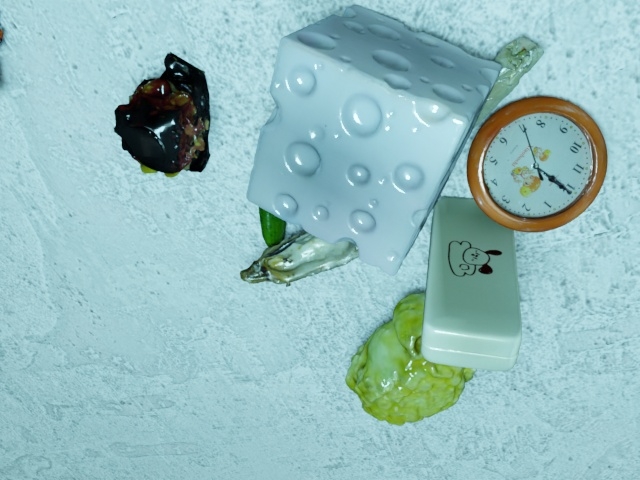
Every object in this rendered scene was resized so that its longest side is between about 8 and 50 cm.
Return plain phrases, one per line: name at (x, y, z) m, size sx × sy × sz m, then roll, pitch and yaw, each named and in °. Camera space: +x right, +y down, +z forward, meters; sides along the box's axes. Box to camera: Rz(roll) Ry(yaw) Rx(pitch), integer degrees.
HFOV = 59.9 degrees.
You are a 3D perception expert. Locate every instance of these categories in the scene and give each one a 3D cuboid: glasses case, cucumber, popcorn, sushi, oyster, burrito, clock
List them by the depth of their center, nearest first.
burrito at (0.242, -0.220, 0.817) m, size 0.058 × 0.045 × 0.188 m, roll 44°, pitch 129°, yaw 1°
clock at (0.326, -0.113, 0.843) m, size 0.205 × 0.051 × 0.206 m, roll 2°, pitch 105°, yaw 8°
glasses case at (0.229, 0.051, 0.850) m, size 0.131 × 0.313 × 0.070 m, roll 6°, pitch 131°, yaw 11°
sushi at (-0.257, -0.186, 0.911) m, size 0.153 × 0.151 × 0.172 m, roll 29°, pitch 128°, yaw -7°
cucumber at (-0.091, -0.076, 1.009) m, size 0.055 × 0.056 × 0.250 m, roll 7°, pitch 128°, yaw 10°
oyster at (0.002, 0.001, 1.020) m, size 0.344 × 0.079 × 0.129 m, roll -23°, pitch 135°, yaw 17°
popcorn at (0.194, 0.247, 1.104) m, size 0.225 × 0.174 × 0.286 m, roll 22°, pitch 119°, yaw -21°

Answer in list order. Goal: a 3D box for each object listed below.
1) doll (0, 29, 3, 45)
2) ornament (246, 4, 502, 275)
doll at (-0.595, -0.316, 0.966) m, size 0.104 × 0.062 × 0.195 m, roll 27°, pitch 121°, yaw -7°
ornament at (0.074, -0.148, 0.767) m, size 0.239 × 0.240 × 0.239 m, roll 28°, pitch 129°, yaw 10°
